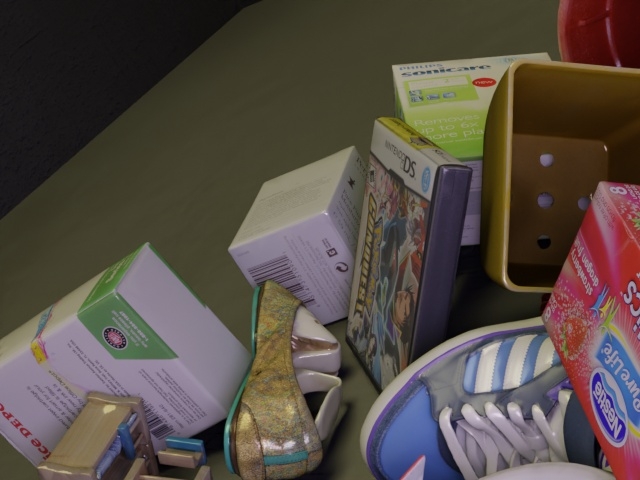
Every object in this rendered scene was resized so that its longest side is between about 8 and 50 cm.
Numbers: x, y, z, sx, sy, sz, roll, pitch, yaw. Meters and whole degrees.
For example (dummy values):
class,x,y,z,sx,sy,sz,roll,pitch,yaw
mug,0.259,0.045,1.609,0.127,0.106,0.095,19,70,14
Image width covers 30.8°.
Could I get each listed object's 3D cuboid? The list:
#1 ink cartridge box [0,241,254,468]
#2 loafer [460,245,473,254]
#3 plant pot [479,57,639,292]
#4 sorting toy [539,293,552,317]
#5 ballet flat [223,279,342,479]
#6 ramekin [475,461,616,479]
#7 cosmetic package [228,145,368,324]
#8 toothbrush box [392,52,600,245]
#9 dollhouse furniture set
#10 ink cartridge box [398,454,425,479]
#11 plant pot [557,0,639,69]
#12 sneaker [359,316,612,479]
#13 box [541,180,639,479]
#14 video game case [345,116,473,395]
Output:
class,x,y,z,sx,sy,sz,roll,pitch,yaw
ink cartridge box,-0.254,0.161,1.388,0.278,0.201,0.117,-31,19,28
loafer,0.165,-0.014,1.454,0.078,0.076,0.223,36,54,27
plant pot,0.254,-0.048,1.148,0.212,0.212,0.187,3,-5,-10
sorting toy,0.250,0.083,1.115,0.102,0.061,0.042,14,50,47
ballet flat,-0.031,0.151,1.308,0.123,0.123,0.348,-26,21,15
ramekin,0.141,0.265,0.767,0.273,0.127,0.273,-27,21,11
cosmetic package,0.000,0.000,1.519,0.151,0.151,0.183,-21,25,25
toothbrush box,0.202,-0.116,1.407,0.206,0.122,0.283,-4,29,1
dollhouse furniture set,-0.184,0.264,1.267,0.184,0.128,0.129,4,33,18
ink cartridge box,-0.033,0.285,0.837,0.060,0.239,0.275,34,61,26
plant pot,0.456,-0.248,1.298,0.265,0.272,0.272,-27,16,-30
sneaker,0.188,0.157,0.937,0.323,0.130,0.236,-24,17,5
box,0.250,0.087,0.741,0.123,0.128,0.256,5,36,-15
video game case,0.084,0.026,1.229,0.035,0.274,0.248,4,16,-14
